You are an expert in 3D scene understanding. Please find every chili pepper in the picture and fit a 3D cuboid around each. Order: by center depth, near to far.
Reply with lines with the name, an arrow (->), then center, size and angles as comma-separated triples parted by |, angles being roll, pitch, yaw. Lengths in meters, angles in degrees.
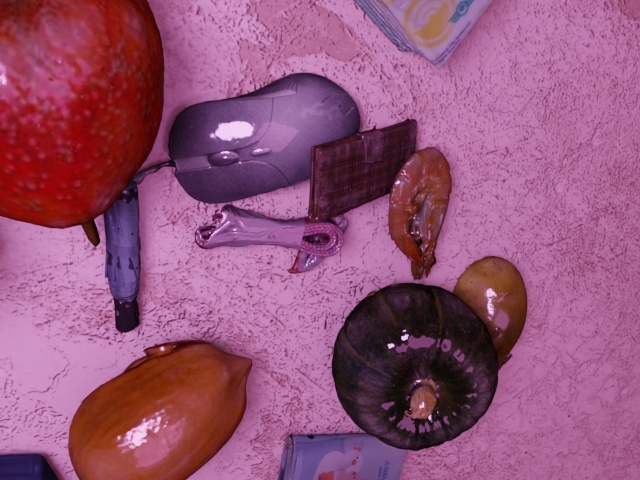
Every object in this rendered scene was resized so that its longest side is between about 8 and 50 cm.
chili pepper -> 0.000, 0.000, 1.010 | 0.050, 0.041, 0.153 | 38, 91, 5

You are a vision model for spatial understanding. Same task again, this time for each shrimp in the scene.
shrimp -> 0.168, -0.032, 1.041 | 0.145, 0.061, 0.267 | -33, 139, -32

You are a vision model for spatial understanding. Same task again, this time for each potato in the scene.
potato -> 0.333, 0.172, 1.180 | 0.160, 0.111, 0.272 | 10, 104, -24

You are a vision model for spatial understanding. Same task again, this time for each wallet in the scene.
wallet -> 0.070, -0.114, 0.950 | 0.230, 0.042, 0.124 | -22, 124, -38
wallet -> 0.040, 0.458, 1.181 | 0.250, 0.075, 0.176 | 6, 100, -26

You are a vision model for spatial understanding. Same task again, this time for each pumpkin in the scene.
pumpkin -> 0.164, 0.222, 1.060 | 0.300, 0.207, 0.300 | -1, 108, -2

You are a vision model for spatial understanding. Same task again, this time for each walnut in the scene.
walnut -> -0.230, 0.268, 0.922 | 0.297, 0.203, 0.203 | -27, 117, -16

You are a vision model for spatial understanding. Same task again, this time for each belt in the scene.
belt -> -0.078, -0.014, 0.945 | 0.231, 0.053, 0.072 | 3, 102, -13

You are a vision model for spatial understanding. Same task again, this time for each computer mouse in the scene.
computer mouse -> -0.106, -0.134, 0.890 | 0.379, 0.090, 0.167 | -21, 115, -14

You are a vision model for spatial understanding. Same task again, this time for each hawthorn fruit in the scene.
hawthorn fruit -> -0.310, -0.143, 0.702 | 0.284, 0.285, 0.369 | -17, 124, -17

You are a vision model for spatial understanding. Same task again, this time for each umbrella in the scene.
umbrella -> -0.289, 0.025, 0.878 | 0.053, 0.052, 0.251 | 4, 116, -8

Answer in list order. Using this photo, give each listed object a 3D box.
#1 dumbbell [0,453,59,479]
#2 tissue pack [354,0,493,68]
dumbbell -> -0.435, 0.449, 0.821 | 0.144, 0.325, 0.160 | -22, 120, -9
tissue pack -> 0.112, -0.466, 0.799 | 0.388, 0.162, 0.287 | 35, 94, -38
